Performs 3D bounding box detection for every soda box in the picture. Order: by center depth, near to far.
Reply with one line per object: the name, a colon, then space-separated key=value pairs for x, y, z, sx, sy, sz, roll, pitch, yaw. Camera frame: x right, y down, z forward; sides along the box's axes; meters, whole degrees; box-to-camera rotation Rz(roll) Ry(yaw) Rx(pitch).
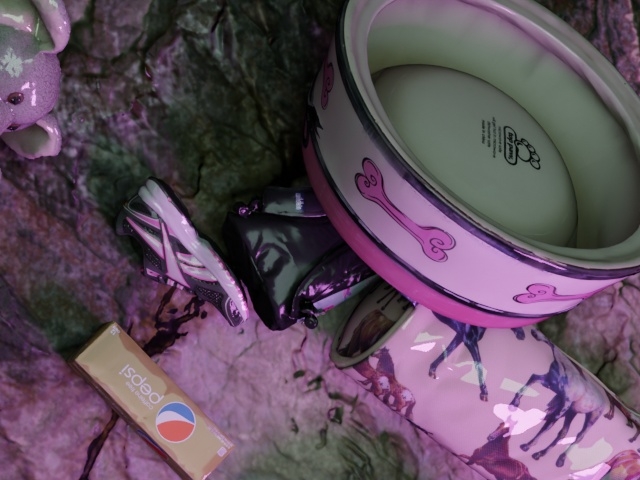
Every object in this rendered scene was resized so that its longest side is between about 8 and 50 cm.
soda box: x=-0.173 y=0.165 z=1.827 sx=0.181 sy=0.061 sz=0.058 roll=46 pitch=74 yaw=-8

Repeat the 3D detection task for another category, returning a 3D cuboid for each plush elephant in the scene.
plush elephant: x=-0.364 y=-0.141 z=1.696 sx=0.255 sy=0.272 sz=0.330 roll=13 pitch=54 yaw=9

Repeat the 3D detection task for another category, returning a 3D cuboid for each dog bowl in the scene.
dog bowl: x=0.160 y=-0.087 z=1.832 sx=0.408 sy=0.150 sz=0.408 roll=22 pitch=41 yaw=-21

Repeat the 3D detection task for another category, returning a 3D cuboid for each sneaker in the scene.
sneaker: x=-0.145 y=0.022 z=1.861 sx=0.077 sy=0.072 sz=0.178 roll=-37 pitch=97 yaw=5

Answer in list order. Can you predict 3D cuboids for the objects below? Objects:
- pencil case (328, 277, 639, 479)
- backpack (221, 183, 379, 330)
pencil case: x=0.219 y=0.171 z=1.896 sx=0.410 sy=0.160 sz=0.183 roll=37 pitch=100 yaw=-9
backpack: x=0.000 y=0.000 z=1.872 sx=0.182 sy=0.115 sz=0.152 roll=-24 pitch=93 yaw=-21
